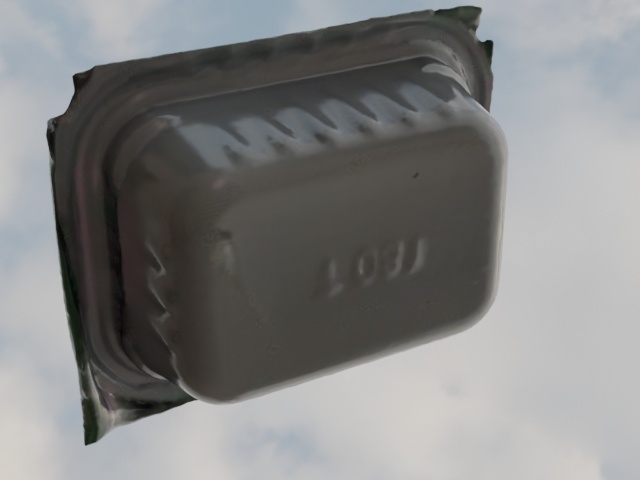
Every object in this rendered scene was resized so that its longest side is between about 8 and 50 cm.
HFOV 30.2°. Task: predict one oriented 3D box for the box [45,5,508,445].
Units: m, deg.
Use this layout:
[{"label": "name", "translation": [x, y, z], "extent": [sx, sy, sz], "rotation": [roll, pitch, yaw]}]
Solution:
[{"label": "box", "translation": [0.000, 0.000, 0.793], "extent": [0.106, 0.337, 0.264], "rotation": [41, -42, 51]}]
